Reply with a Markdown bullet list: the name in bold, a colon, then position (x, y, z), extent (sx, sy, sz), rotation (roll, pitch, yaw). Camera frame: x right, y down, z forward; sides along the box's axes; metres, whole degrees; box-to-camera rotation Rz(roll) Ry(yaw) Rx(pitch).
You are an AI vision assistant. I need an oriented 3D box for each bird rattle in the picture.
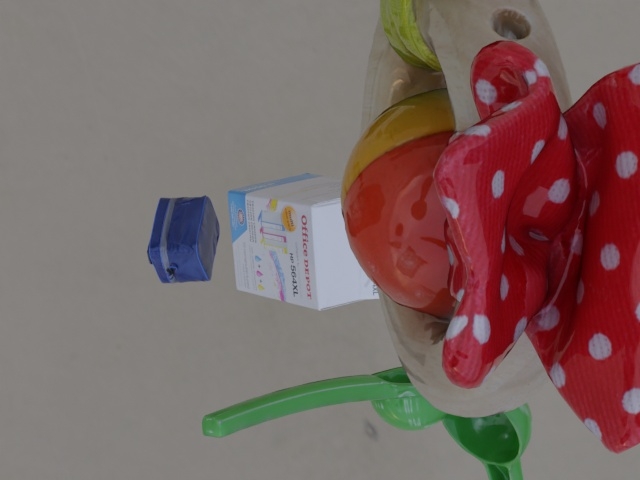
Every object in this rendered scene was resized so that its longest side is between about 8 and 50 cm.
- **bird rattle**: position (0.061, -0.028, 0.559), extent (0.143, 0.253, 0.207), rotation (-13, 145, -16)

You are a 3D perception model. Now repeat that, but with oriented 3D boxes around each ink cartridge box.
- **ink cartridge box**: position (0.000, 0.000, 1.377), extent (0.090, 0.143, 0.092), rotation (-13, 104, -34)

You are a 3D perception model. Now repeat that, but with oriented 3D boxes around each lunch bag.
- **lunch bag**: position (-0.152, 0.002, 1.770), extent (0.065, 0.098, 0.067), rotation (-2, 138, 13)

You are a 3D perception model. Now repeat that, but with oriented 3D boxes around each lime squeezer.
- **lime squeezer**: position (0.056, 0.110, 0.894), extent (0.310, 0.059, 0.110), rotation (35, 83, -41)
